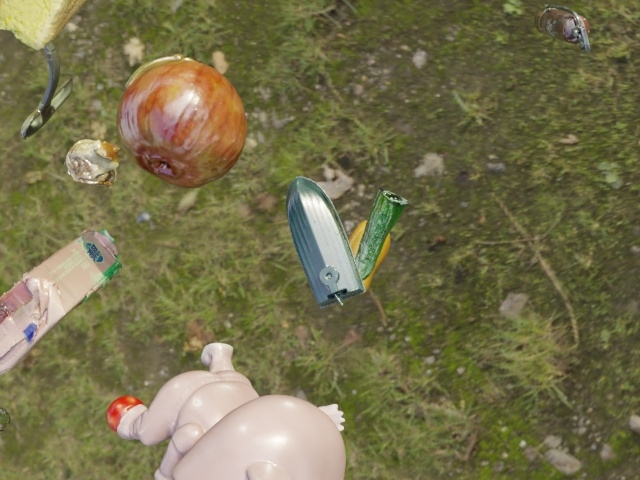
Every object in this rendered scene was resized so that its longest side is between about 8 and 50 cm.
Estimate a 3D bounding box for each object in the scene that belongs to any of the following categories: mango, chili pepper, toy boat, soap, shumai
[{"bbox_3d":[0.103,0.037,1.946,0.184,0.102,0.085,-68,24,5],"label":"mango"},{"bbox_3d":[0.103,0.006,1.680,0.059,0.088,0.226,29,102,24],"label":"chili pepper"},{"bbox_3d":[0.000,0.000,1.459,0.093,0.103,0.246,-22,84,9],"label":"toy boat"},{"bbox_3d":[-0.438,0.093,1.299,0.218,0.273,0.098,-37,99,13],"label":"soap"},{"bbox_3d":[-0.592,-0.212,2.173,0.116,0.146,0.145,-18,88,50],"label":"shumai"}]

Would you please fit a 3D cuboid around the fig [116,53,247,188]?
[{"bbox_3d":[-0.203,-0.184,1.215,0.205,0.205,0.205,6,102,33],"label":"fig"}]

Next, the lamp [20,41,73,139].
[{"bbox_3d":[-0.529,-0.358,1.522,0.125,0.203,0.283,-14,117,10],"label":"lamp"}]

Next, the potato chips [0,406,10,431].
[{"bbox_3d":[-0.608,0.300,1.304,0.142,0.209,0.026,-92,18,-45],"label":"potato chips"}]

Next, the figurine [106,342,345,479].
[{"bbox_3d":[-0.089,0.218,0.838,0.287,0.176,0.186,29,99,41],"label":"figurine"}]

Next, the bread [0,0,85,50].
[{"bbox_3d":[-0.295,-0.376,0.950,0.168,0.163,0.264,37,117,2],"label":"bread"}]

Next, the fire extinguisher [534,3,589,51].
[{"bbox_3d":[0.376,-0.332,1.268,0.043,0.158,0.064,-19,111,0],"label":"fire extinguisher"}]
